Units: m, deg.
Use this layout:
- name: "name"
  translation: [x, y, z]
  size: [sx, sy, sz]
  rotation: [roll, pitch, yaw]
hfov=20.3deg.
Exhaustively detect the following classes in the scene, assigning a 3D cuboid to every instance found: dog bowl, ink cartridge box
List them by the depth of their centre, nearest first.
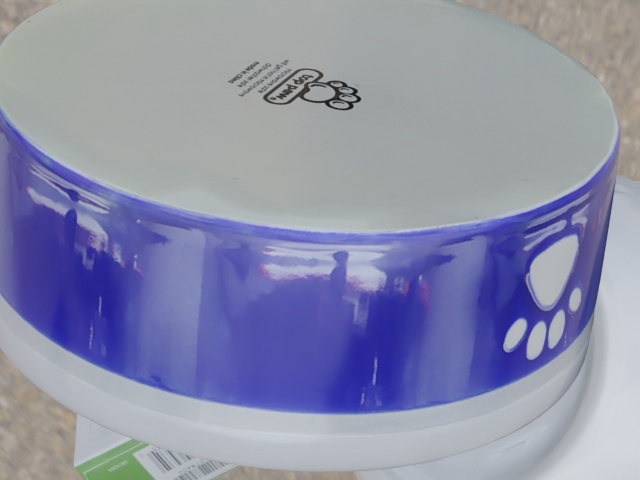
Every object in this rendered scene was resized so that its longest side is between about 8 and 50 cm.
- name: "dog bowl"
  translation: [-0.010, -0.020, 0.755]
  size: [0.264, 0.104, 0.265]
  rotation: [4, 29, -2]
- name: "ink cartridge box"
  translation: [-0.103, 0.081, 1.212]
  size: [0.109, 0.062, 0.209]
  rotation: [-27, 33, 14]

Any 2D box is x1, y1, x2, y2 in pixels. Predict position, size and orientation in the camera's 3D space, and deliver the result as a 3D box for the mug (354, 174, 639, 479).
- name: "mug"
  translation: [0.144, 0.143, 1.038]
  size: [0.276, 0.328, 0.374]
  rotation: [34, 95, 39]
